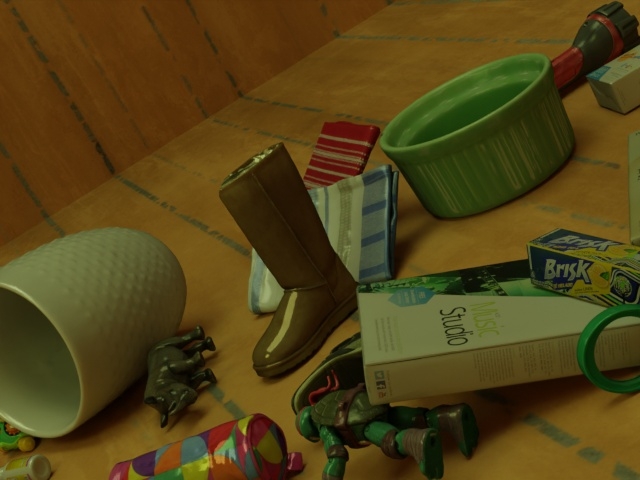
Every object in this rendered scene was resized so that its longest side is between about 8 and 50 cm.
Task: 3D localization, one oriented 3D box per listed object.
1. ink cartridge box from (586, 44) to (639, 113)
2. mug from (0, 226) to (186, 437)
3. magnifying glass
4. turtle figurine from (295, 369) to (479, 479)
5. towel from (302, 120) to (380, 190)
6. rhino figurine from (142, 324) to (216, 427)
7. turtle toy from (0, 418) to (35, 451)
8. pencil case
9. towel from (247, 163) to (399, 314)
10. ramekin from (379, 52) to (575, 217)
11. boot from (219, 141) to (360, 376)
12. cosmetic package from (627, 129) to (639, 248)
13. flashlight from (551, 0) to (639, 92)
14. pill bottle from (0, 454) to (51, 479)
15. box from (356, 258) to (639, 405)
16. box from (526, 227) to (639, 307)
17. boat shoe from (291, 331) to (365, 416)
[{"bbox_3d":[0.545,-0.285,2.059,0.181,0.061,0.104,-30,18,-3],"label":"ink cartridge box"},{"bbox_3d":[-0.421,0.122,2.063,0.374,0.276,0.328,1,24,34],"label":"mug"},{"bbox_3d":[0.378,0.090,1.308,0.231,0.092,0.026,-20,14,-3],"label":"magnifying glass"},{"bbox_3d":[0.049,0.221,1.400,0.234,0.118,0.175,-6,29,39],"label":"turtle figurine"},{"bbox_3d":[0.011,-0.076,2.132,0.199,0.031,0.274,19,87,66],"label":"towel"},{"bbox_3d":[-0.217,0.209,1.881,0.106,0.073,0.243,-24,20,5],"label":"rhino figurine"},{"bbox_3d":[-0.488,0.295,2.065,0.095,0.066,0.130,-11,26,44],"label":"turtle toy"},{"bbox_3d":[-0.146,0.289,1.532,0.236,0.104,0.104,-20,20,24],"label":"pencil case"},{"bbox_3d":[0.000,0.000,2.007,0.285,0.034,0.209,-16,57,34],"label":"towel"},{"bbox_3d":[0.262,-0.166,2.030,0.303,0.148,0.303,-26,18,9],"label":"ramekin"},{"bbox_3d":[-0.074,0.029,1.822,0.089,0.269,0.236,-11,25,48],"label":"boot"},{"bbox_3d":[0.460,-0.052,1.494,0.160,0.113,0.309,-22,21,21],"label":"cosmetic package"},{"bbox_3d":[0.433,-0.314,2.240,0.304,0.103,0.103,-34,14,-16],"label":"flashlight"},{"bbox_3d":[-0.452,0.352,1.897,0.083,0.043,0.043,-17,22,32],"label":"pill bottle"},{"bbox_3d":[0.205,0.091,1.435,0.322,0.058,0.232,-8,20,2],"label":"box"},{"bbox_3d":[0.310,0.033,1.386,0.059,0.054,0.169,-23,24,-32],"label":"box"},{"bbox_3d":[0.045,0.167,1.603,0.223,0.080,0.073,-34,13,-30],"label":"boat shoe"}]
